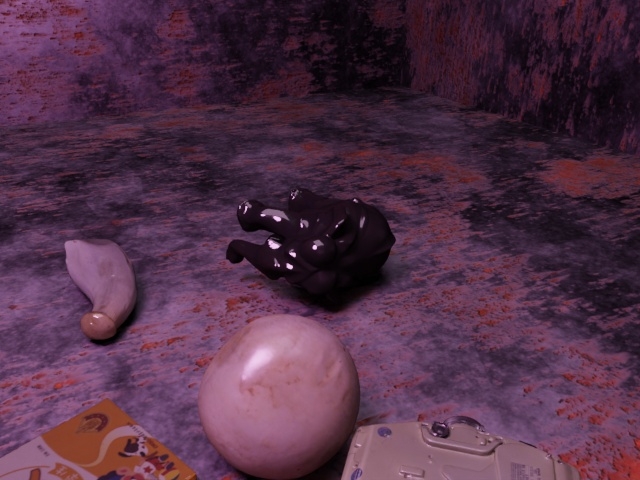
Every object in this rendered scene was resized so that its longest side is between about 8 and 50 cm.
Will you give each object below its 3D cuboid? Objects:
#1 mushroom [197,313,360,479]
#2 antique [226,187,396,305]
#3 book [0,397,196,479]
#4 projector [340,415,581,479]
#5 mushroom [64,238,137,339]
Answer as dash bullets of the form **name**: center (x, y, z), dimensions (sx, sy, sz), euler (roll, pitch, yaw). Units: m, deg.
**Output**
- **mushroom**: center (-0.057, 0.211, 0.768), dimensions (0.206, 0.209, 0.206), euler (10, 50, -13)
- **antique**: center (0.000, 0.000, 1.168), dimensions (0.322, 0.185, 0.255), euler (-17, 29, -39)
- **book**: center (-0.327, 0.313, 0.697), dimensions (0.207, 0.020, 0.295), euler (22, 33, 35)
- **projector**: center (0.160, 0.290, 0.678), dimensions (0.269, 0.088, 0.193), euler (7, 29, 13)
- **mushroom**: center (-0.397, 0.082, 1.086), dimensions (0.118, 0.103, 0.270), euler (-12, 34, -26)
